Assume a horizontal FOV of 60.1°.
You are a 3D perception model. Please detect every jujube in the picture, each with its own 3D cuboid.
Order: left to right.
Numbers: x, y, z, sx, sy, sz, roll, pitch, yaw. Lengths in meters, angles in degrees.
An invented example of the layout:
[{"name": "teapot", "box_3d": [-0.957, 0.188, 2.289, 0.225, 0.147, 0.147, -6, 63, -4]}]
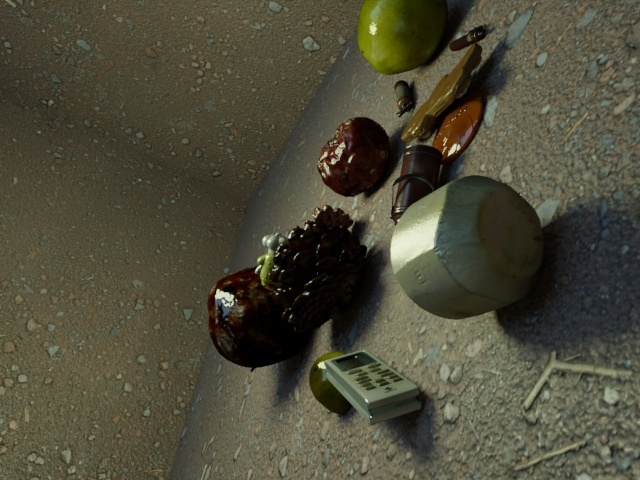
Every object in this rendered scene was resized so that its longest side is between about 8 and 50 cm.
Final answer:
[{"name": "jujube", "box_3d": [0.107, -0.255, 1.710, 0.232, 0.212, 0.213, -41, 29, 45]}]

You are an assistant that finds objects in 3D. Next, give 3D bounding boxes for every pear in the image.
[{"name": "pear", "box_3d": [0.025, 0.327, 1.298, 0.141, 0.104, 0.141, -158, 90, -77]}, {"name": "pear", "box_3d": [0.250, -0.664, 1.701, 0.294, 0.294, 0.294, -56, 19, 30]}]

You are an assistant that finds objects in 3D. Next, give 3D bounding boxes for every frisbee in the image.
[{"name": "frisbee", "box_3d": [0.320, -0.274, 1.336, 0.192, 0.035, 0.192, -57, 18, 30]}]

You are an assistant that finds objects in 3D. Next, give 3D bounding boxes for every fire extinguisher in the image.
[{"name": "fire extinguisher", "box_3d": [0.259, -0.444, 1.741, 0.062, 0.050, 0.177, -34, 30, 27]}, {"name": "fire extinguisher", "box_3d": [0.401, -0.543, 1.476, 0.048, 0.035, 0.173, -29, 13, -10]}]

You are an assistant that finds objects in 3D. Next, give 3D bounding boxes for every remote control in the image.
[{"name": "remote control", "box_3d": [0.095, 0.283, 1.114, 0.277, 0.102, 0.056, -166, 64, -74]}]

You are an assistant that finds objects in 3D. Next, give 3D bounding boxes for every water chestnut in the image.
[{"name": "water chestnut", "box_3d": [-0.212, 0.239, 1.752, 0.346, 0.335, 0.335, -8, 57, 52]}]

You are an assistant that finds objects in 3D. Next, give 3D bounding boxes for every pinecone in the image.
[{"name": "pinecone", "box_3d": [-0.011, 0.084, 1.499, 0.298, 0.242, 0.296, -48, 28, 27]}]

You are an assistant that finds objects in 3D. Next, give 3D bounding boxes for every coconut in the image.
[{"name": "coconut", "box_3d": [0.231, 0.015, 0.898, 0.241, 0.241, 0.241, -56, 19, 30]}]

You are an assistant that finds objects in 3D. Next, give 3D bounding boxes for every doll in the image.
[{"name": "doll", "box_3d": [-0.133, 0.055, 1.618, 0.062, 0.106, 0.163, -133, 50, -70]}]

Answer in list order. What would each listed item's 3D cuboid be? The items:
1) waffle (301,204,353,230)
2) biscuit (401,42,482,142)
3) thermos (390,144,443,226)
[{"name": "waffle", "box_3d": [0.000, 0.000, 1.694, 0.055, 0.221, 0.234, 42, 103, 33]}, {"name": "biscuit", "box_3d": [0.305, -0.352, 1.421, 0.216, 0.047, 0.340, -59, 5, -30]}, {"name": "thermos", "box_3d": [0.221, -0.096, 1.287, 0.124, 0.098, 0.232, 49, -129, -65]}]
